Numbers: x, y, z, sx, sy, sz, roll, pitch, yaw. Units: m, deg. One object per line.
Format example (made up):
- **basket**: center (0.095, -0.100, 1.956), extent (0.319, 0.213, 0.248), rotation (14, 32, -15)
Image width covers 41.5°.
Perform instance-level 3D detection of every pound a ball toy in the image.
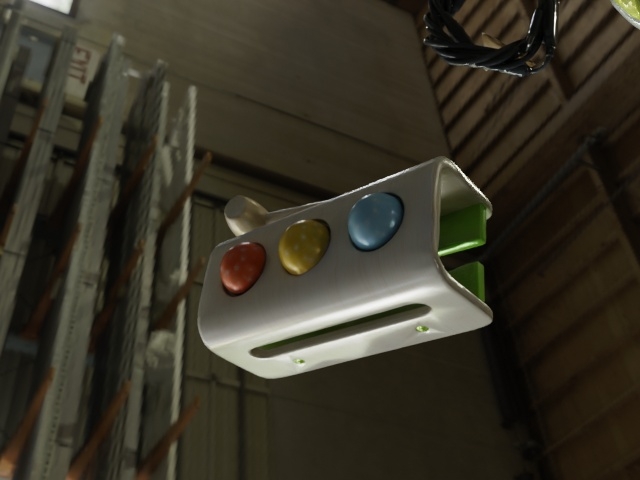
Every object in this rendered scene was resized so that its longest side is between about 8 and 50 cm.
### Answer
- **pound a ball toy**: center (0.000, 0.000, 0.824), extent (0.319, 0.135, 0.208), rotation (-19, -130, 35)

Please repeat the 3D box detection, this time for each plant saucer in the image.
- **plant saucer**: center (0.246, -0.249, 1.121), extent (0.015, 0.083, 0.083), rotation (-60, -155, 20)

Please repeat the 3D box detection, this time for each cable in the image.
- **cable**: center (0.194, -0.261, 0.960), extent (0.047, 0.150, 0.185), rotation (70, 25, -59)

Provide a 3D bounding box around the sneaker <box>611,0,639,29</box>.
- **sneaker**: center (0.270, -0.286, 0.684), extent (0.126, 0.240, 0.091), rotation (-20, -158, 45)
